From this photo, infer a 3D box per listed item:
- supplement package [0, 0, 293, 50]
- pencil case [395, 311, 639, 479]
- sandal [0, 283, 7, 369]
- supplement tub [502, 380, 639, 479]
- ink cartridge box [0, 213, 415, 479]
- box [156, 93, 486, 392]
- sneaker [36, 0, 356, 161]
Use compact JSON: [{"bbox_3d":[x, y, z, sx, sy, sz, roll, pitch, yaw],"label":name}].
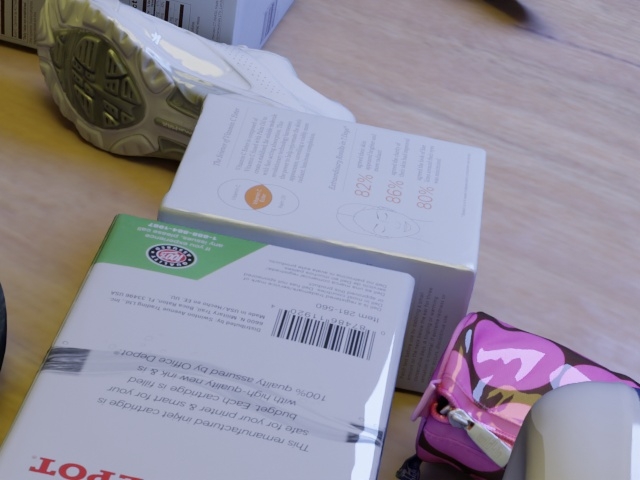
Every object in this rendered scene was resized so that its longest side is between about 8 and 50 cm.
[{"bbox_3d":[-0.126,-0.229,1.106,0.203,0.149,0.194,16,35,8],"label":"supplement package"},{"bbox_3d":[0.149,0.111,0.742,0.209,0.095,0.098,20,1,18],"label":"pencil case"},{"bbox_3d":[-0.317,0.078,0.653,0.167,0.107,0.446,33,41,30],"label":"sandal"},{"bbox_3d":[0.204,0.190,0.521,0.316,0.228,0.228,13,35,5],"label":"supplement tub"},{"bbox_3d":[-0.051,0.094,0.710,0.160,0.092,0.219,12,35,4],"label":"ink cartridge box"},{"bbox_3d":[0.000,0.000,0.860,0.170,0.091,0.130,12,35,2],"label":"box"},{"bbox_3d":[-0.080,-0.098,1.001,0.232,0.090,0.115,32,33,15],"label":"sneaker"}]
